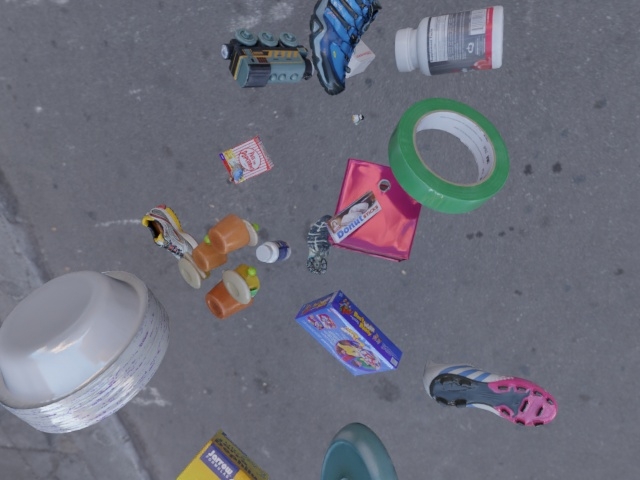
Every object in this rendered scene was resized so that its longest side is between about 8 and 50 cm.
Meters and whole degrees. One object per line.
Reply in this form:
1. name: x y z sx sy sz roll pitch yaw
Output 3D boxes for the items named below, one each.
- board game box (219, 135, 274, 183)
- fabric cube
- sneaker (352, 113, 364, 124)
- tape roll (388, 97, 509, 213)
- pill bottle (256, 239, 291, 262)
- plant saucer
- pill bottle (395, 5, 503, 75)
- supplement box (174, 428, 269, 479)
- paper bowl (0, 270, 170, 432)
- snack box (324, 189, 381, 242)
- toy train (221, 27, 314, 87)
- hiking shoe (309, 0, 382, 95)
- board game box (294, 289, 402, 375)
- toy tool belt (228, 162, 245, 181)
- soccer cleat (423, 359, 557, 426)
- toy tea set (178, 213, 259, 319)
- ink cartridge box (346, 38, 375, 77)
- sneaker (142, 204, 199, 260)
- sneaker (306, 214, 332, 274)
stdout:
1. board game box: -0.316 -0.343 1.887 0.193 0.045 0.147 -19 110 24
2. fabric cube: 0.177 -0.086 1.421 0.253 0.259 0.259 14 86 4
3. sneaker: 0.132 -0.412 1.503 0.036 0.083 0.032 -8 100 15
4. tape roll: 0.343 -0.230 1.183 0.321 0.321 0.077 28 152 -1
5. pill bottle: -0.148 0.035 1.382 0.067 0.120 0.067 2 95 25
6. plant saucer: 0.072 0.563 0.948 0.043 0.318 0.318 8 125 -26
7. pill bottle: 0.405 -0.619 1.393 0.318 0.176 0.177 2 119 23
8. supplement box: -0.321 0.700 1.118 0.194 0.357 0.195 40 165 6
9. paper bowl: -0.424 0.166 0.766 0.284 0.284 0.148 -3 134 17
10. snack box: 0.093 -0.069 1.237 0.022 0.178 0.064 1 124 60
11. toy train: -0.179 -0.638 1.570 0.190 0.333 0.142 63 144 18
12. hiking shoe: 0.056 -0.456 0.904 0.131 0.113 0.305 5 96 20
13. board game box: 0.101 0.353 1.638 0.347 0.078 0.233 46 139 -14
14. toy tool belt: -0.328 -0.259 1.742 0.051 0.052 0.083 42 115 24
15. soccer cleat: 0.418 0.365 1.109 0.330 0.143 0.116 14 102 -3
16. toy tea set: -0.202 0.056 1.024 0.200 0.124 0.336 54 143 0
17. ink cartridge box: 0.085 -0.716 1.641 0.203 0.148 0.086 48 135 1
18. sneaker: -0.437 0.007 1.291 0.088 0.092 0.225 -37 93 32
19. sneaker: 0.000 0.000 1.820 0.110 0.122 0.283 14 127 -1
